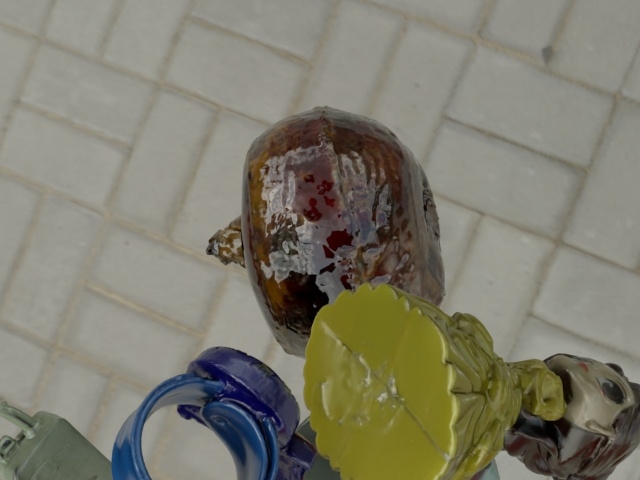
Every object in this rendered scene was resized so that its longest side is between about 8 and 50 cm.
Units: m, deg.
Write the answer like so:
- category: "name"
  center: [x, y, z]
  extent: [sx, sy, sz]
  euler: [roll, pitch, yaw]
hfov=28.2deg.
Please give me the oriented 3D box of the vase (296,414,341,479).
- category: "vase"
  center: [0.086, 0.346, 1.759]
  extent: [0.173, 0.321, 0.173]
  euler: [-4, 100, -25]

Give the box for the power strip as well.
- category: "power strip"
  center: [-0.285, 0.284, 1.474]
  extent: [0.053, 0.288, 0.093]
  euler: [10, 57, 47]

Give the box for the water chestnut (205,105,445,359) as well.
- category: "water chestnut"
  center: [0.000, 0.000, 1.618]
  extent: [0.302, 0.350, 0.350]
  euler: [-9, 84, 12]

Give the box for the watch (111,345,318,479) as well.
- category: "watch"
  center: [-0.121, 0.233, 1.391]
  extent: [0.196, 0.171, 0.200]
  euler: [38, 55, 8]

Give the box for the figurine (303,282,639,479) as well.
- category: "figurine"
  center: [0.162, 0.134, 1.083]
  extent: [0.187, 0.315, 0.168]
  euler: [4, 87, 51]

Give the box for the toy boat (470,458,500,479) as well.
- category: "toy boat"
  center: [0.091, 0.143, 1.209]
  extent: [0.085, 0.155, 0.227]
  euler: [-40, 102, -13]
